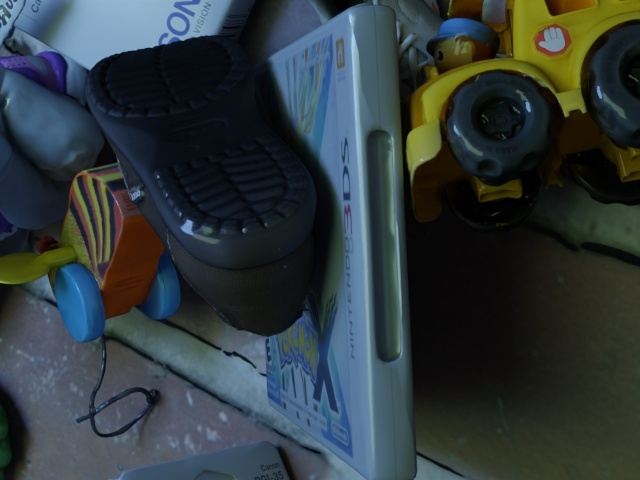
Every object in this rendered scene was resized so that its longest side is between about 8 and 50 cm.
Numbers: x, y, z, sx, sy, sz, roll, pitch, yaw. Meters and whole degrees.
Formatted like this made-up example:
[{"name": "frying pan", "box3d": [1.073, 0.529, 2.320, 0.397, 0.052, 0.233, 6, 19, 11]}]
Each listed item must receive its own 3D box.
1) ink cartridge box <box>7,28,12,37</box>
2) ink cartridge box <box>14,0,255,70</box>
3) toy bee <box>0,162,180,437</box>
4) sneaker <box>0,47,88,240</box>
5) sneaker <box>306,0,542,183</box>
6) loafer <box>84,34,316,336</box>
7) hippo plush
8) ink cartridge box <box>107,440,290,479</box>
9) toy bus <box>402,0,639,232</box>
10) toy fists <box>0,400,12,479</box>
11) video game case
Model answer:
[{"name": "ink cartridge box", "box3d": [-0.483, -0.324, 1.255, 0.223, 0.307, 0.129, 37, 113, 32]}, {"name": "ink cartridge box", "box3d": [-0.187, -0.325, 1.104, 0.330, 0.071, 0.324, 29, 110, 11]}, {"name": "toy bee", "box3d": [-0.215, 0.026, 1.116, 0.162, 0.195, 0.298, 51, 121, 32]}, {"name": "sneaker", "box3d": [-0.334, -0.101, 1.268, 0.095, 0.104, 0.236, 45, 117, 28]}, {"name": "sneaker", "box3d": [0.072, -0.131, 0.932, 0.262, 0.121, 0.099, 46, 117, 28]}, {"name": "loafer", "box3d": [-0.096, -0.047, 0.938, 0.366, 0.134, 0.130, -116, 16, -56]}, {"name": "hippo plush", "box3d": [-0.320, -0.052, 1.088, 0.236, 0.234, 0.294, -90, 22, -45]}, {"name": "ink cartridge box", "box3d": [-0.173, 0.296, 1.072, 0.283, 0.207, 0.117, -36, 69, 33]}, {"name": "toy bus", "box3d": [0.147, -0.129, 0.816, 0.220, 0.149, 0.211, -14, 74, 1]}, {"name": "toy fists", "box3d": [-0.439, 0.259, 1.348, 0.279, 0.096, 0.142, -46, 65, 21]}, {"name": "video game case", "box3d": [0.000, 0.000, 0.915, 0.329, 0.036, 0.300, -174, 81, -76]}]
